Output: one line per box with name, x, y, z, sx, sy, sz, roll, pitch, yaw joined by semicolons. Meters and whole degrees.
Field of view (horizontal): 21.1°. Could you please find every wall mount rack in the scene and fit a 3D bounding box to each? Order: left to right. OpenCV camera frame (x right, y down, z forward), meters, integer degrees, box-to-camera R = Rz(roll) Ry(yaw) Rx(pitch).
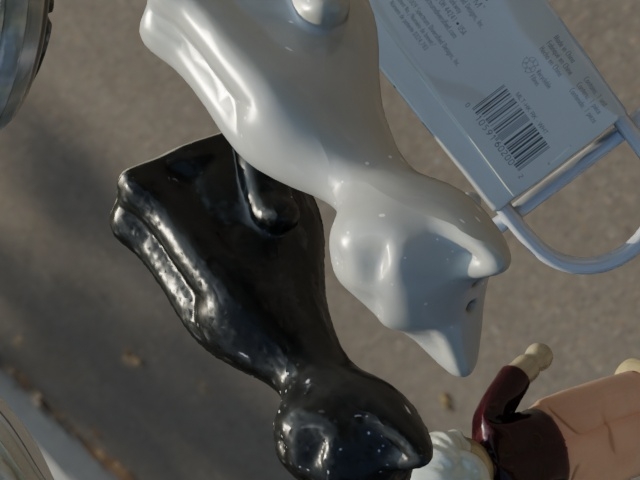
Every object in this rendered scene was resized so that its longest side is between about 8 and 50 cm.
wall mount rack;0.147;-0.162;1.205;0.350;0.304;0.130;51;-175;-15

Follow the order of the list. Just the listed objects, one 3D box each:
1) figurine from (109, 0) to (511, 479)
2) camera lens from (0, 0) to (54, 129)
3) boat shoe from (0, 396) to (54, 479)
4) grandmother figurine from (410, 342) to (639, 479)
figurine;0.000;0.000;0.736;0.209;0.092;0.215;57;150;29
camera lens;-0.337;-0.182;1.194;0.219;0.274;0.219;-8;81;60
boat shoe;-0.201;0.150;0.953;0.267;0.096;0.088;49;-179;29
grandmother figurine;0.213;0.208;1.663;0.104;0.342;0.208;-40;64;47
